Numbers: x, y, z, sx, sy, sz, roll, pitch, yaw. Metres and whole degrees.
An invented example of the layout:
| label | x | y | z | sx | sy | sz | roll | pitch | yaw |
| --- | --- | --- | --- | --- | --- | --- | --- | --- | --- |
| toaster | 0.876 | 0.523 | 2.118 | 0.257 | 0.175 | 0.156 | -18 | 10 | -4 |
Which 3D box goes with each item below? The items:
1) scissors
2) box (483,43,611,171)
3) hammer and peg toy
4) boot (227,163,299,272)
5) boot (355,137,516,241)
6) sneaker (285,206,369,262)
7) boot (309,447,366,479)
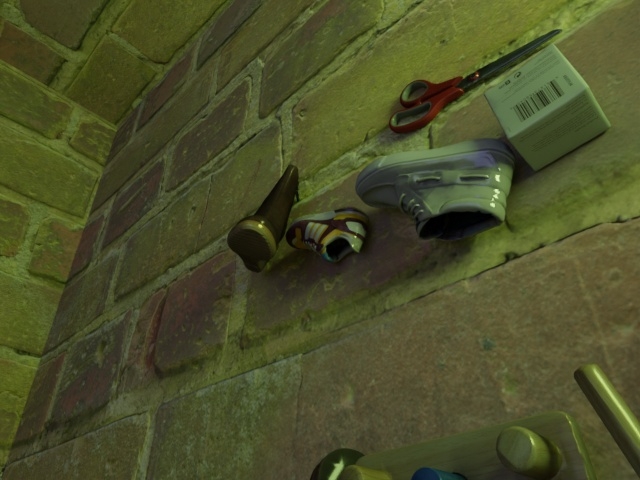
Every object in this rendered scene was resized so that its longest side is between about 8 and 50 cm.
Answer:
| label | x | y | z | sx | sy | sz | roll | pitch | yaw |
| --- | --- | --- | --- | --- | --- | --- | --- | --- | --- |
| scissors | 0.236 | -0.248 | 0.776 | 0.297 | 0.021 | 0.109 | -5 | 60 | 47 |
| box | 0.285 | -0.166 | 0.604 | 0.101 | 0.087 | 0.102 | -34 | 43 | 30 |
| hammer and peg toy | 0.179 | 0.279 | 0.397 | 0.361 | 0.127 | 0.266 | -32 | 43 | 32 |
| boot | -0.096 | -0.061 | 0.898 | 0.248 | 0.090 | 0.207 | 114 | 176 | -72 |
| boot | 0.144 | -0.059 | 0.686 | 0.258 | 0.095 | 0.123 | -10 | 52 | 44 |
| sneaker | 0.000 | 0.000 | 0.837 | 0.185 | 0.069 | 0.084 | -18 | 48 | 43 |
| boot | 0.029 | 0.409 | 0.531 | 0.115 | 0.112 | 0.305 | 122 | 152 | -47 |
